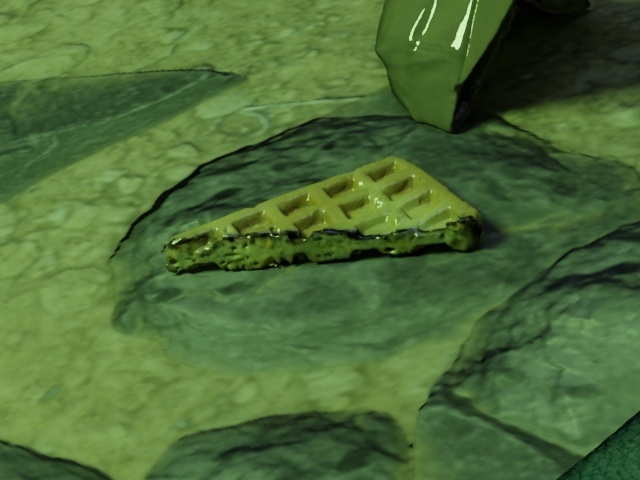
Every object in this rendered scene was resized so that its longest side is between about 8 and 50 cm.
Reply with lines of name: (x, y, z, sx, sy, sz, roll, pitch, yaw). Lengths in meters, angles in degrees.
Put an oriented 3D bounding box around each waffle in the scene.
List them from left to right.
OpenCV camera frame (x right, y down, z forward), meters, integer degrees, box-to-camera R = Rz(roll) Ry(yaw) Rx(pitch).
waffle: (0.000, 0.000, 1.058, 0.153, 0.023, 0.097, -20, 31, -15)

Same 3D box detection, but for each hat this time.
hat: (0.094, -0.175, 1.175, 0.144, 0.173, 0.166, 15, 39, 28)

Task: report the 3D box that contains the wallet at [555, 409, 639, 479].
wallet: (0.239, 0.078, 0.825, 0.191, 0.046, 0.379, 20, 42, 40)
